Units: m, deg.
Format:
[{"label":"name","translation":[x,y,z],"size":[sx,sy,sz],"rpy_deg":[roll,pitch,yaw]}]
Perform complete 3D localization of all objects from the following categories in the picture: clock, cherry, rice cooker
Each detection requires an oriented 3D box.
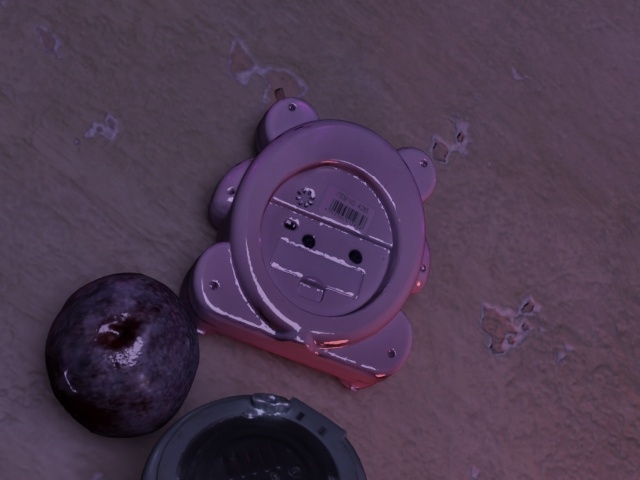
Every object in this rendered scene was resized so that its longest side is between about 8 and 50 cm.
[{"label":"clock","translation":[0.000,0.000,1.588],"size":[0.296,0.113,0.322],"rpy_deg":[22,68,-12]},{"label":"cherry","translation":[-0.225,0.125,1.437],"size":[0.195,0.195,0.195],"rpy_deg":[5,74,-18]},{"label":"rice cooker","translation":[-0.078,0.329,1.379],"size":[0.264,0.316,0.316],"rpy_deg":[29,66,16]}]
